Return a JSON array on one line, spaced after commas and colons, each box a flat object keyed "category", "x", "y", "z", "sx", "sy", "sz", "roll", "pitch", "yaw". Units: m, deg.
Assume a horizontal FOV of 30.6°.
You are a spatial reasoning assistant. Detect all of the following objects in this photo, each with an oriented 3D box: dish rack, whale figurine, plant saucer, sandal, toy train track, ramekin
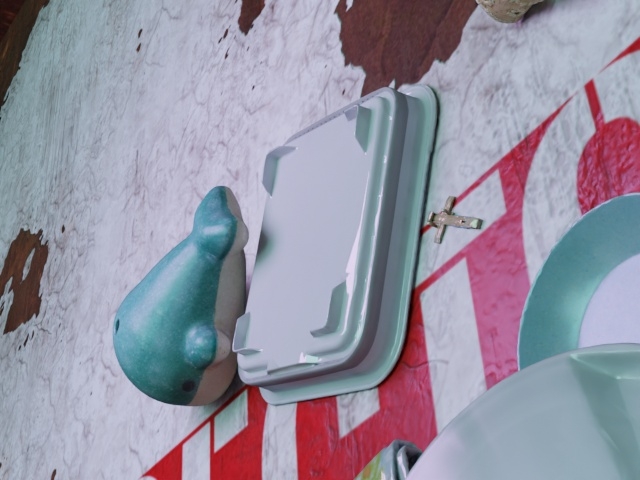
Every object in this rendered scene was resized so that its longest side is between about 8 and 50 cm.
[{"category": "dish rack", "x": 0.000, "y": 0.000, "z": 1.256, "sx": 0.285, "sy": 0.072, "sz": 0.333, "roll": -20, "pitch": 56, "yaw": 54}, {"category": "whale figurine", "x": -0.164, "y": 0.068, "z": 1.381, "sx": 0.216, "sy": 0.141, "sz": 0.272, "roll": -112, "pitch": 34, "yaw": -53}, {"category": "plant saucer", "x": 0.222, "y": 0.062, "z": 0.851, "sx": 0.195, "sy": 0.037, "sz": 0.195, "roll": -40, "pitch": 40, "yaw": 44}, {"category": "sandal", "x": 0.179, "y": -0.249, "z": 1.115, "sx": 0.240, "sy": 0.088, "sz": 0.079, "roll": -130, "pitch": 32, "yaw": -59}, {"category": "toy train track", "x": 0.123, "y": -0.020, "z": 1.107, "sx": 0.083, "sy": 0.014, "sz": 0.048, "roll": 11, "pitch": 82, "yaw": 61}, {"category": "ramekin", "x": 0.170, "y": 0.204, "z": 0.688, "sx": 0.273, "sy": 0.127, "sz": 0.273, "roll": -32, "pitch": 33, "yaw": 24}]

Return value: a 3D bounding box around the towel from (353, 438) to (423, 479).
[{"category": "towel", "x": 0.010, "y": 0.377, "z": 0.926, "sx": 0.374, "sy": 0.090, "sz": 0.320, "roll": -54, "pitch": 19, "yaw": 25}]
